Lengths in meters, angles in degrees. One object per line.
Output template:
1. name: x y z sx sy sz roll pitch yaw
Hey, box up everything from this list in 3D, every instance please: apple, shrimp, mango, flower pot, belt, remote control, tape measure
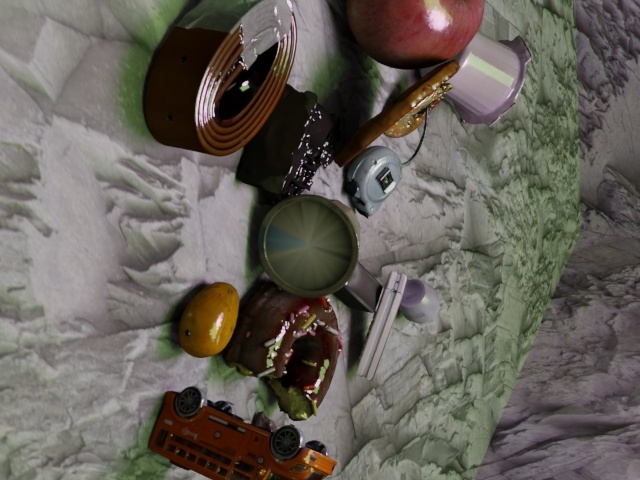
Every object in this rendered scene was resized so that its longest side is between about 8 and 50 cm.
1. apple: 0.197 -0.531 1.896 0.345 0.269 0.344 17 65 -41
2. shrimp: 0.247 -0.338 2.185 0.217 0.051 0.115 -36 146 -3
3. mango: -0.204 0.143 1.598 0.165 0.089 0.115 -65 150 -27
4. flower pot: 0.000 0.000 1.792 0.202 0.212 0.212 -26 123 -72
5. belt: -0.165 -0.299 1.476 0.338 0.122 0.217 -60 149 -26
6. remote control: 0.155 0.220 2.214 0.103 0.055 0.277 -64 171 -62
7. tape measure: 0.188 -0.214 2.086 0.330 0.084 0.164 -50 149 -8

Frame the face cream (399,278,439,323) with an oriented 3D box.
1. face cream: 0.278 0.173 2.444 0.104 0.117 0.117 50 57 -47

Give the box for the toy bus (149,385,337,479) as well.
1. toy bus: -0.141 0.382 1.552 0.153 0.329 0.143 -67 150 -15

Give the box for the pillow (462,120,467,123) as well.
1. pillow: 0.457 -0.486 2.588 0.135 0.049 0.248 -57 148 -41

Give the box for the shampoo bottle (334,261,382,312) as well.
1. shampoo bottle: 0.083 0.112 2.108 0.246 0.079 0.080 44 63 -58

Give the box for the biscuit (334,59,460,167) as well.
1. biscuit: 0.168 -0.288 1.907 0.046 0.359 0.359 52 43 -4

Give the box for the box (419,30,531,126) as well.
1. box: 0.380 -0.470 2.301 0.206 0.291 0.262 22 88 -38

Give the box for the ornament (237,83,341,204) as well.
1. ornament: -0.046 -0.178 1.767 0.251 0.106 0.260 -66 159 -6

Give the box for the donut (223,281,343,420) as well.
1. donut: -0.056 0.222 1.840 0.259 0.136 0.345 -61 147 -22

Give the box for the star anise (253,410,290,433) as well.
1. star anise: -0.126 0.482 1.866 0.231 0.089 0.209 -23 113 -70
